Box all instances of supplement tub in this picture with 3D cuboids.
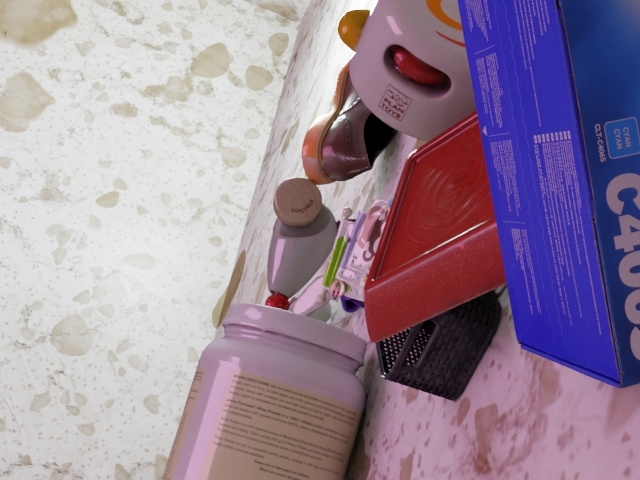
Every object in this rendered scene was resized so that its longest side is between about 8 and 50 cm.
[{"bbox_3d":[-0.074,0.267,1.241,0.235,0.235,0.324,147,140,-73],"label":"supplement tub"}]

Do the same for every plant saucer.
[{"bbox_3d":[0.146,-0.047,0.917,0.259,0.048,0.258,-33,28,46],"label":"plant saucer"}]

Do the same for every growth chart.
[{"bbox_3d":[0.084,0.015,1.273,0.237,0.021,0.172,3,78,55],"label":"growth chart"}]

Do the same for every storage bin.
[{"bbox_3d":[0.121,0.074,1.018,0.180,0.084,0.122,-97,28,-64],"label":"storage bin"}]

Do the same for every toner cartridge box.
[{"bbox_3d":[0.173,-0.087,0.643,0.165,0.075,0.347,-165,64,-77],"label":"toner cartridge box"}]

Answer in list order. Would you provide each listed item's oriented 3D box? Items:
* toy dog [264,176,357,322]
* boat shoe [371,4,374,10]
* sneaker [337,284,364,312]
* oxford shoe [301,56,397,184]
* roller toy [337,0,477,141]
[{"bbox_3d":[-0.012,0.063,1.573,0.220,0.161,0.333,-149,64,-90],"label":"toy dog"},{"bbox_3d":[0.153,-0.333,1.467,0.105,0.113,0.306,-56,21,33],"label":"boat shoe"},{"bbox_3d":[0.068,0.061,1.399,0.170,0.068,0.071,112,157,-62],"label":"sneaker"},{"bbox_3d":[0.093,-0.228,1.645,0.130,0.133,0.363,63,-142,-38],"label":"oxford shoe"},{"bbox_3d":[0.137,-0.220,1.133,0.146,0.209,0.191,118,145,-44],"label":"roller toy"}]
